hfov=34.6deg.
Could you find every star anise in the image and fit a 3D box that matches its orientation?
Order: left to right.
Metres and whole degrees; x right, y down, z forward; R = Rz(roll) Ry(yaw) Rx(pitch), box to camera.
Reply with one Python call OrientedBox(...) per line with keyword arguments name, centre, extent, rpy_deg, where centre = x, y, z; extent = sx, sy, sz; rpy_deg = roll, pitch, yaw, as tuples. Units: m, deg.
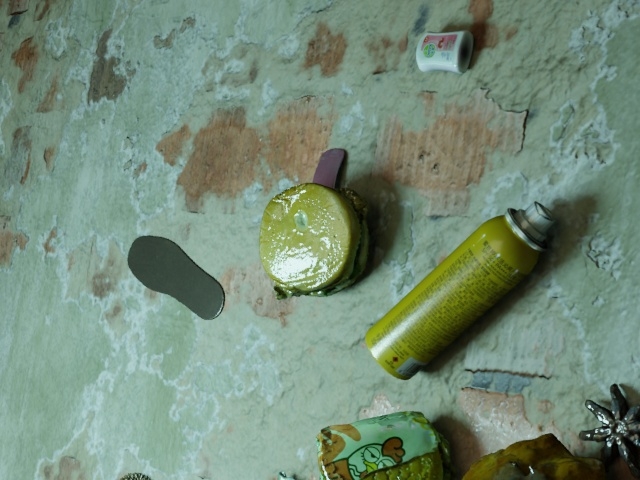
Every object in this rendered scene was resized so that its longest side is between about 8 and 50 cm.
OrientedBox(name="star anise", centre=(0.413, 0.259, 1.410), extent=(0.141, 0.042, 0.141), rpy_deg=(-14, 68, 37))

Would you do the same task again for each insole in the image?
OrientedBox(name="insole", centre=(-0.297, 0.070, 2.085), extent=(0.328, 0.007, 0.111), rpy_deg=(29, 99, 41))

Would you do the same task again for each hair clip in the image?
OrientedBox(name="hair clip", centre=(0.011, -0.101, 1.860), extent=(0.054, 0.022, 0.137), rpy_deg=(8, 84, 38))

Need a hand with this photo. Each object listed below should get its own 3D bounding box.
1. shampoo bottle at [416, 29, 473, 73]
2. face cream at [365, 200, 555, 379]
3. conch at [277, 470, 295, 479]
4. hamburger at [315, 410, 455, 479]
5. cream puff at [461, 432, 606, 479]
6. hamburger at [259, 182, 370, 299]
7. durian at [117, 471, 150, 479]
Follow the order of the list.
OrientedBox(name="shampoo bottle", centre=(0.205, -0.320, 1.738), extent=(0.099, 0.043, 0.072), rpy_deg=(11, 85, 41))
OrientedBox(name="face cream", centre=(0.221, 0.070, 1.580), extent=(0.349, 0.105, 0.105), rpy_deg=(-46, 54, 23))
OrientedBox(name="conch", centre=(-0.062, 0.482, 1.736), extent=(0.088, 0.065, 0.180), rpy_deg=(-7, 68, 40))
OrientedBox(name="hamburger", centre=(0.100, 0.373, 1.552), extent=(0.214, 0.125, 0.235), rpy_deg=(-8, 55, 5))
OrientedBox(name="cream puff", centre=(0.289, 0.385, 1.406), extent=(0.269, 0.155, 0.241), rpy_deg=(-43, 54, 26))
OrientedBox(name="hamburger", centre=(0.000, 0.000, 1.778), extent=(0.215, 0.122, 0.189), rpy_deg=(-27, 69, 28))
OrientedBox(name="durian", centre=(-0.369, 0.506, 1.990), extent=(0.140, 0.071, 0.110), rpy_deg=(-7, 74, 34))
